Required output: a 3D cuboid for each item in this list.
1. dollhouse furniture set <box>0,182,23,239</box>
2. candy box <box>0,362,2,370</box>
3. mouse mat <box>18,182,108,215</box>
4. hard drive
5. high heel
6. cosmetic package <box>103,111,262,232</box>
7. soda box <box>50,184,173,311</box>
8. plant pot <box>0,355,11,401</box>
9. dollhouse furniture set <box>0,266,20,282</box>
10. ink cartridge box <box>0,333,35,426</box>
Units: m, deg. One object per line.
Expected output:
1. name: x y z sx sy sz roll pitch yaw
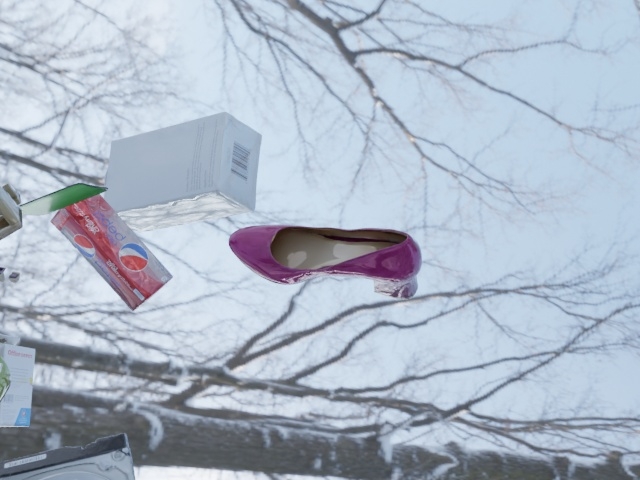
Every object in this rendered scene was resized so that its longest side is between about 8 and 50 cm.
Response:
1. dollhouse furniture set: -0.499 -0.072 1.122 0.123 0.151 0.144 -32 -147 -3
2. candy box: -0.469 0.202 0.925 0.070 0.196 0.164 -109 -145 -61
3. mouse mat: -0.502 -0.078 1.610 0.153 0.190 0.007 -21 -92 2
4. hard drive: -0.417 0.515 1.432 0.064 0.237 0.338 -137 -141 -67
5. high heel: 0.000 0.000 1.508 0.377 0.181 0.127 9 -121 13
6. cosmetic package: -0.350 -0.162 2.089 0.385 0.156 0.217 -8 -112 33
7. soda box: -0.440 0.017 1.777 0.083 0.263 0.092 -35 -172 49
8. plant pot: -0.588 0.266 1.078 0.275 0.275 0.293 -25 -142 34
9. dollhouse furniture set: -0.797 0.083 2.019 0.091 0.114 0.081 9 -58 12
10. ink cartridge box: -0.516 0.221 1.324 0.090 0.092 0.143 -3 -104 11
